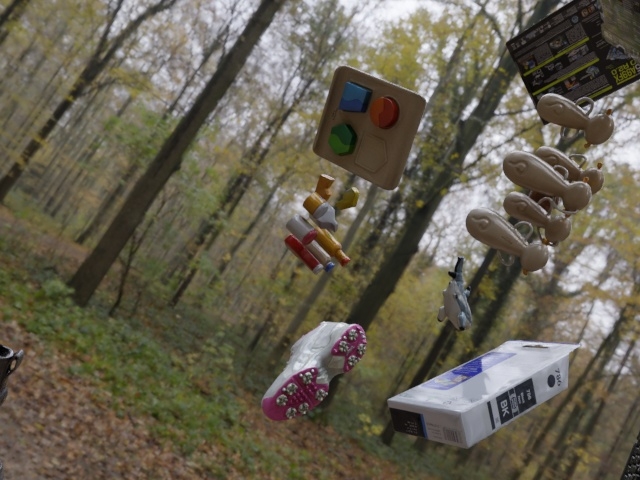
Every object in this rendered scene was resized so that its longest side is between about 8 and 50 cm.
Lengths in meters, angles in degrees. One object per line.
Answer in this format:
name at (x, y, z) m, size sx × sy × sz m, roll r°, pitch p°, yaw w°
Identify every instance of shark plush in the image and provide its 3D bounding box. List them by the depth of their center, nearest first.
shark plush at (0.283, 0.111, 1.332) m, size 0.067 × 0.161 × 0.073 m, roll -12°, pitch 5°, yaw -31°

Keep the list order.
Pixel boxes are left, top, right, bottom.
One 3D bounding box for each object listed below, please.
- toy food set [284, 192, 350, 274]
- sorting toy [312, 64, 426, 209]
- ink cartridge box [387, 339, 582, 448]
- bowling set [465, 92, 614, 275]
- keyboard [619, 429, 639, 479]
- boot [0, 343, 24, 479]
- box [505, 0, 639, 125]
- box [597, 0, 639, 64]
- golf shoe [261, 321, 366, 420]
toy food set at (0.000, 0.000, 1.323) m, size 0.104 × 0.111 × 0.232 m, roll 45°, pitch -15°, yaw 14°
sorting toy at (0.081, -0.201, 1.398) m, size 0.229 × 0.307 × 0.041 m, roll 30°, pitch 24°, yaw 29°
ink cartridge box at (0.289, 0.248, 1.089) m, size 0.333 × 0.065 × 0.165 m, roll -16°, pitch 4°, yaw -35°
bowling set at (0.398, -0.082, 1.069) m, size 0.200 × 0.286 × 0.154 m, roll 12°, pitch 22°, yaw -49°
keyboard at (0.362, 0.338, 0.756) m, size 0.033 × 0.316 × 0.201 m, roll 19°, pitch 6°, yaw 12°
boot at (-0.513, 0.210, 0.814) m, size 0.263 × 0.228 × 0.091 m, roll 6°, pitch 19°, yaw -10°
box at (0.567, -0.405, 1.403) m, size 0.270 × 0.060 × 0.216 m, roll -26°, pitch -91°, yaw 48°
box at (0.468, -0.357, 0.939) m, size 0.231 × 0.056 × 0.183 m, roll -91°, pitch 161°, yaw -59°
golf shoe at (-0.031, 0.296, 1.493) m, size 0.140 × 0.306 × 0.115 m, roll 16°, pitch -48°, yaw 47°
